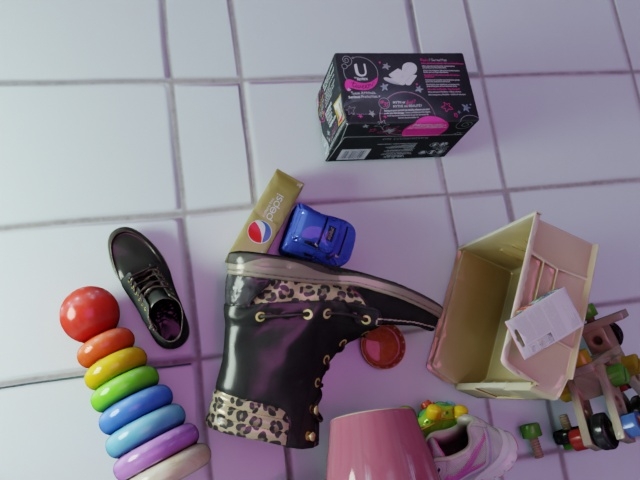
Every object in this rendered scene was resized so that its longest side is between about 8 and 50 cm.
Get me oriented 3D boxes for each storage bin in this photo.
[{"bbox_3d":[0.308,0.122,1.059,0.123,0.262,0.260,22,72,-9],"label":"storage bin"}]

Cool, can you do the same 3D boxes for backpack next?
[{"bbox_3d":[0.000,0.000,1.101,0.120,0.101,0.098,22,79,-11],"label":"backpack"}]

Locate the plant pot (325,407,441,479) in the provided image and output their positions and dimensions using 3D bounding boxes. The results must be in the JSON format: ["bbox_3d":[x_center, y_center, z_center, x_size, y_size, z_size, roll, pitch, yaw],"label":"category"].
[{"bbox_3d":[0.089,0.344,0.918,0.201,0.201,0.180,-1,66,-14],"label":"plant pot"}]

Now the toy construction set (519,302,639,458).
[{"bbox_3d":[0.506,0.214,1.077,0.257,0.309,0.237,-8,73,-23],"label":"toy construction set"}]

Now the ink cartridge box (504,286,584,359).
[{"bbox_3d":[0.313,0.119,0.906,0.115,0.029,0.063,-25,86,-18],"label":"ink cartridge box"}]

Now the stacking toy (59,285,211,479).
[{"bbox_3d":[-0.296,0.217,0.967,0.141,0.141,0.330,-25,78,-18],"label":"stacking toy"}]

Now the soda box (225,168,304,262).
[{"bbox_3d":[-0.096,-0.031,1.104,0.058,0.061,0.181,29,72,-5],"label":"soda box"}]

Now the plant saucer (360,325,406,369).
[{"bbox_3d":[0.110,0.186,1.125,0.083,0.013,0.084,3,75,-12],"label":"plant saucer"}]

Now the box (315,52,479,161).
[{"bbox_3d":[0.132,-0.242,1.158,0.247,0.163,0.142,-4,74,-15],"label":"box"}]

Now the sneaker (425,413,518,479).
[{"bbox_3d":[0.189,0.371,1.021,0.252,0.103,0.111,-45,108,-1],"label":"sneaker"}]

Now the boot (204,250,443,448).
[{"bbox_3d":[0.005,0.185,1.030,0.377,0.138,0.284,15,84,-22],"label":"boot"}]

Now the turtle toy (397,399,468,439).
[{"bbox_3d":[0.187,0.310,1.082,0.130,0.066,0.095,6,108,-13],"label":"turtle toy"}]

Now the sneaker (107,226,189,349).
[{"bbox_3d":[-0.269,0.065,1.008,0.083,0.118,0.222,-29,85,-18],"label":"sneaker"}]
